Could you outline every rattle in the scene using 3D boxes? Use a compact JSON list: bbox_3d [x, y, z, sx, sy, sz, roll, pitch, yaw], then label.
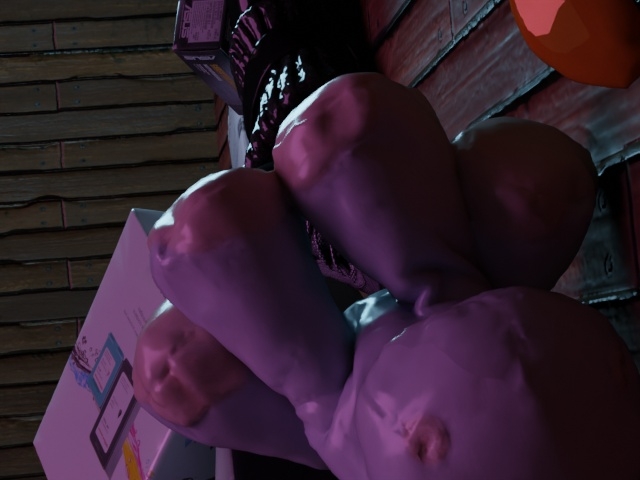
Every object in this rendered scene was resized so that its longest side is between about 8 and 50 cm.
[{"bbox_3d":[0.113,-0.170,0.781,0.130,0.143,0.199,-58,2,17],"label":"rattle"}]

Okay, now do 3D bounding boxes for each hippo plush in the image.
[{"bbox_3d":[0.034,0.093,0.740,0.236,0.234,0.294,-106,15,-61],"label":"hippo plush"}]

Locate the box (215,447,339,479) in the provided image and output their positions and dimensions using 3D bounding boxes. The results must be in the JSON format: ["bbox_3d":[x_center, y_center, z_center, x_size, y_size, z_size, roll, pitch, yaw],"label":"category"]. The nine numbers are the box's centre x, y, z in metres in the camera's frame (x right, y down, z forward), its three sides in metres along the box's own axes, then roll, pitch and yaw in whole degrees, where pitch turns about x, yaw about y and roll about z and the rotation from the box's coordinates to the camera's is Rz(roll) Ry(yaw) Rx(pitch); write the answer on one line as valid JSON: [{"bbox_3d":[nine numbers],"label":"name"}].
[{"bbox_3d":[0.017,0.285,1.204,0.296,0.183,0.294,96,169,-51],"label":"box"}]

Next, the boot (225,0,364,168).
[{"bbox_3d":[-0.031,-0.203,1.444,0.260,0.131,0.348,-93,-8,-57],"label":"boot"}]

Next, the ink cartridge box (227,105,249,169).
[{"bbox_3d":[-0.048,-0.075,1.820,0.160,0.093,0.219,98,166,-57],"label":"ink cartridge box"}]

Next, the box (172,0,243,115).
[{"bbox_3d":[-0.082,-0.267,1.687,0.183,0.056,0.231,42,-129,-63],"label":"box"}]

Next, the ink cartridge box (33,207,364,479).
[{"bbox_3d":[-0.097,0.144,1.427,0.197,0.198,0.270,54,128,45],"label":"ink cartridge box"}]

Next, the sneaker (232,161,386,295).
[{"bbox_3d":[0.000,0.000,1.261,0.268,0.153,0.101,-119,25,-73],"label":"sneaker"}]
